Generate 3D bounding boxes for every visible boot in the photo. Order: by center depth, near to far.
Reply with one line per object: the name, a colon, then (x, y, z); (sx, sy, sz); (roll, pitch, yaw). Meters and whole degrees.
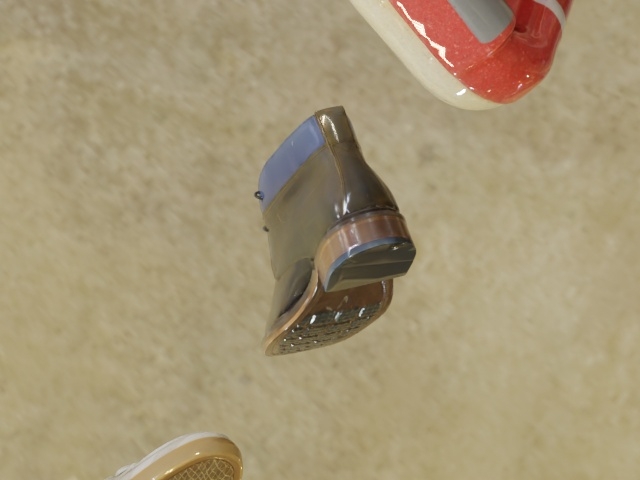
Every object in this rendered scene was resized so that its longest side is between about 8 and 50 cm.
boot: (0.000, 0.000, 1.282); (0.082, 0.106, 0.219); (-9, 159, -23)

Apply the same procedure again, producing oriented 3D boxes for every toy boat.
toy boat: (0.112, -0.189, 1.056); (0.151, 0.231, 0.151); (-28, 114, 35)

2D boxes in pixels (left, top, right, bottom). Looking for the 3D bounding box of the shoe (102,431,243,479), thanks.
shoe: (-0.135, 0.176, 1.196); (0.219, 0.058, 0.076); (-41, 141, 24)
